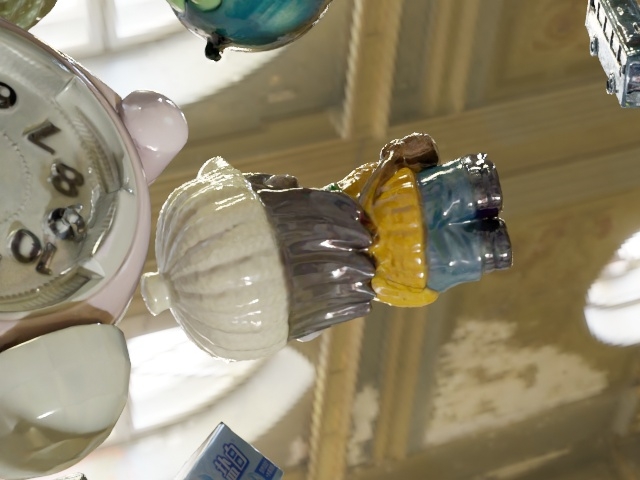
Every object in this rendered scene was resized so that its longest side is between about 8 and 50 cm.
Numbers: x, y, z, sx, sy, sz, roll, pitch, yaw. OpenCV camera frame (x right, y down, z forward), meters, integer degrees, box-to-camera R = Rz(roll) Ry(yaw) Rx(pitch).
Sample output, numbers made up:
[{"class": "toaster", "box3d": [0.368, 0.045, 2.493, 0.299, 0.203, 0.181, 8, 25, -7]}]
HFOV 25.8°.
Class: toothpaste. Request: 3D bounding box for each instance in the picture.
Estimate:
[{"class": "toothpaste", "box3d": [-0.091, 0.205, 0.918, 0.066, 0.053, 0.272, 41, 20, -1]}]

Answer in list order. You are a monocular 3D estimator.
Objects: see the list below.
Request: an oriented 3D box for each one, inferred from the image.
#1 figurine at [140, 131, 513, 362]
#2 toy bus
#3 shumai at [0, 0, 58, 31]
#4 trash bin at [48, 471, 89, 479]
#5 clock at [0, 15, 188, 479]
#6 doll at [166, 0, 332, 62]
[{"class": "figurine", "box3d": [0.005, 0.005, 1.286, 0.204, 0.332, 0.185, -45, 126, -72]}, {"class": "toy bus", "box3d": [0.298, -0.193, 1.367, 0.166, 0.047, 0.065, -96, -176, -54]}, {"class": "shumai", "box3d": [-0.358, -0.390, 1.359, 0.324, 0.397, 0.323, 42, -45, -4]}, {"class": "trash bin", "box3d": [-0.278, 0.307, 1.352, 0.175, 0.161, 0.175, 48, -30, 39]}, {"class": "clock", "box3d": [-0.273, -0.018, 0.990, 0.184, 0.342, 0.325, -51, -160, 41]}, {"class": "doll", "box3d": [-0.057, -0.331, 1.452, 0.198, 0.186, 0.322, 10, -105, 55]}]
